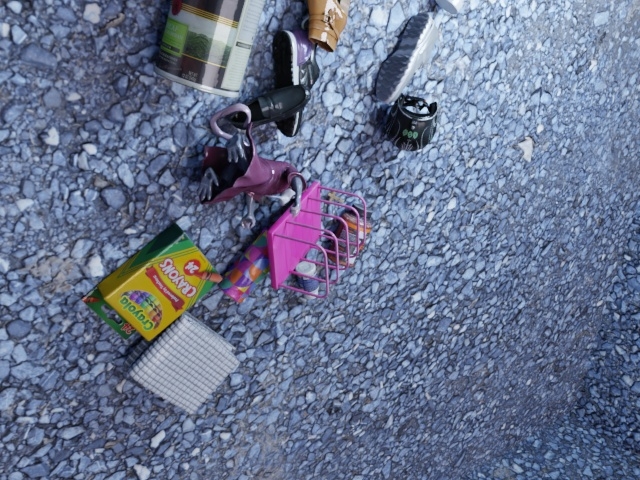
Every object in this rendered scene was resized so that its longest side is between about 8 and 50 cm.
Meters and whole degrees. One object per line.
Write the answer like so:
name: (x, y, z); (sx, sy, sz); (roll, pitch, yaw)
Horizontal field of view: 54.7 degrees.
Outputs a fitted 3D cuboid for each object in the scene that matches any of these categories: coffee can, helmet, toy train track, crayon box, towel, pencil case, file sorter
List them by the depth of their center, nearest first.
coffee can: (-0.242, -0.486, 1.389); (0.202, 0.201, 0.275); (4, 113, -39)
crayon box: (-0.450, 0.130, 1.677); (0.318, 0.081, 0.202); (-41, 130, -10)
file sorter: (0.000, 0.000, 1.786); (0.290, 0.182, 0.202); (-51, 148, -45)
towel: (-0.404, 0.348, 1.825); (0.235, 0.121, 0.283); (-48, 132, -6)
pencil case: (-0.198, 0.072, 1.828); (0.236, 0.104, 0.104); (-48, 134, -4)
helmet: (0.277, -0.352, 1.884); (0.169, 0.169, 0.161); (-23, 150, -25)
toy train track: (0.045, -0.136, 1.949); (0.083, 0.014, 0.048); (24, 93, -49)

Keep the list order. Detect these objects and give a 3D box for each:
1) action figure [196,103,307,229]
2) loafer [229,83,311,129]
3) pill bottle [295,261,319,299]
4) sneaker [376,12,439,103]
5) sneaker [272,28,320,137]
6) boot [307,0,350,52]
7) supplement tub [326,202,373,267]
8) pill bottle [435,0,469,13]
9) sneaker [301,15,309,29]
action figure: (-0.174, -0.179, 1.668); (0.370, 0.248, 0.275); (1, 80, -58)
loafer: (-0.129, -0.338, 1.575); (0.076, 0.223, 0.078); (71, 20, -2)
pill bottle: (-0.040, 0.131, 2.004); (0.067, 0.067, 0.120); (-27, 129, -22)
sneaker: (0.271, -0.520, 1.827); (0.115, 0.105, 0.281); (25, 99, -44)
sneaker: (-0.050, -0.415, 1.651); (0.124, 0.107, 0.283); (-19, 126, -35)
boot: (-0.011, -0.581, 1.560); (0.197, 0.073, 0.152); (21, 83, -33)
supplement tub: (0.100, -0.019, 1.995); (0.106, 0.106, 0.197); (10, 110, -40)
pill bottle: (0.416, -0.758, 1.794); (0.108, 0.108, 0.180); (31, 95, -44)
sneaker: (-0.014, -0.584, 1.620); (0.031, 0.035, 0.083); (32, 94, -45)
